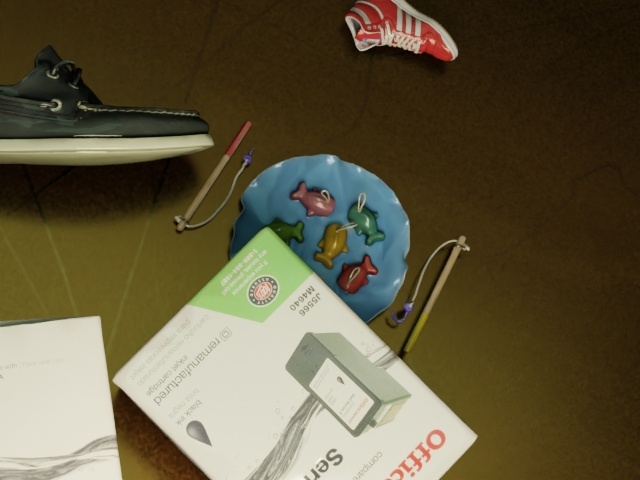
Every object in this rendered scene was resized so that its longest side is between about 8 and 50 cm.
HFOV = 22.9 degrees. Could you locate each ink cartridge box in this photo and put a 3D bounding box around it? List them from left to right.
[{"bbox_3d":[-0.231,0.222,1.343,0.117,0.207,0.283,-6,75,-14],"label":"ink cartridge box"},{"bbox_3d":[-0.023,0.155,1.440,0.273,0.115,0.198,44,81,4],"label":"ink cartridge box"}]

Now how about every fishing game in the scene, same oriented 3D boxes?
[{"bbox_3d":[0.000,0.000,1.545,0.264,0.041,0.189,32,70,2],"label":"fishing game"}]

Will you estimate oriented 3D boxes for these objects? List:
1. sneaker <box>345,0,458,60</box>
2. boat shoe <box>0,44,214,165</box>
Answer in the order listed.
[{"bbox_3d":[0.079,-0.209,1.623,0.118,0.042,0.067,38,66,10],"label":"sneaker"},{"bbox_3d":[-0.272,-0.127,1.486,0.340,0.127,0.113,-2,85,-2],"label":"boat shoe"}]
